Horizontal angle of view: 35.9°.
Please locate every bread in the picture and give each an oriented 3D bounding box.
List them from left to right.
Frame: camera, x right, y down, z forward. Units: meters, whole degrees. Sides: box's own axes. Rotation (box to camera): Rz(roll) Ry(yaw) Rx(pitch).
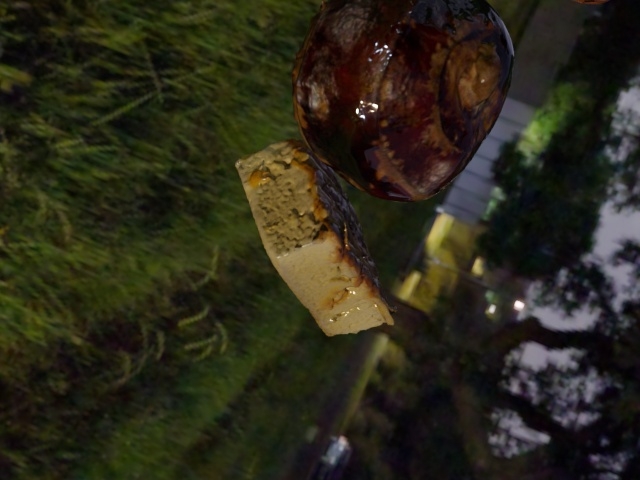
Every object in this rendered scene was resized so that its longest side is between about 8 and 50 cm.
[{"bbox_3d":[0.000,0.000,1.297,0.275,0.114,0.185,54,12,-55],"label":"bread"}]

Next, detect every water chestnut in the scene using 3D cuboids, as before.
[{"bbox_3d":[0.061,-0.149,0.945,0.223,0.238,0.224,-41,143,-42],"label":"water chestnut"}]

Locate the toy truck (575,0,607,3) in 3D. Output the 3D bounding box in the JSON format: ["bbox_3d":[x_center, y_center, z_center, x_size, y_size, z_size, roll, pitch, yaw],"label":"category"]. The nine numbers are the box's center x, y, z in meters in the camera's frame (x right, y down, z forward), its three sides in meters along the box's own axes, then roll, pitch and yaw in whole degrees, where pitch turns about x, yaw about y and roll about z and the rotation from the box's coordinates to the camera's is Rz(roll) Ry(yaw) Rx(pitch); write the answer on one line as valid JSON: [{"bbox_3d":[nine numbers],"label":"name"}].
[{"bbox_3d":[0.235,-0.290,0.639,0.288,0.212,0.204,-39,-157,-4],"label":"toy truck"}]
